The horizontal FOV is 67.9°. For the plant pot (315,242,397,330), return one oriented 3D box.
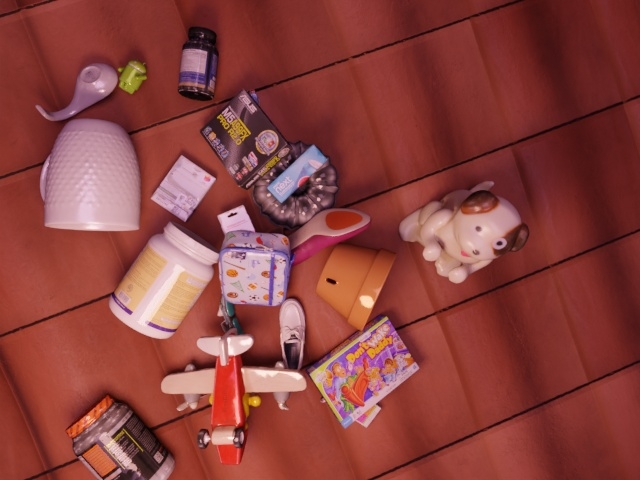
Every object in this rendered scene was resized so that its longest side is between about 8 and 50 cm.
[{"bbox_3d":[0.114,0.138,1.642,0.203,0.291,0.291,24,89,9],"label":"plant pot"}]

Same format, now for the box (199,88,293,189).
[{"bbox_3d":[-0.254,-0.340,1.603,0.216,0.060,0.270,-40,73,11],"label":"box"}]

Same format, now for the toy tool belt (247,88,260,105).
[{"bbox_3d":[-0.240,-0.496,1.675,0.052,0.051,0.083,1,91,-7],"label":"toy tool belt"}]

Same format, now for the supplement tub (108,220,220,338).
[{"bbox_3d":[-0.504,0.127,1.568,0.241,0.241,0.331,35,87,-7],"label":"supplement tub"}]

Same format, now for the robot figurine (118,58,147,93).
[{"bbox_3d":[-0.636,-0.560,1.616,0.101,0.067,0.115,30,90,25],"label":"robot figurine"}]

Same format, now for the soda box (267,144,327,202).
[{"bbox_3d":[-0.078,-0.218,1.573,0.210,0.067,0.071,-44,96,-3],"label":"soda box"}]

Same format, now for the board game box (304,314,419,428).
[{"bbox_3d":[0.152,0.465,1.715,0.347,0.078,0.233,-34,95,-14],"label":"board game box"}]

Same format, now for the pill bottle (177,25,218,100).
[{"bbox_3d":[-0.411,-0.598,1.615,0.122,0.123,0.220,7,90,-7],"label":"pill bottle"}]

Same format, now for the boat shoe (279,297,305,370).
[{"bbox_3d":[-0.102,0.344,1.701,0.096,0.088,0.268,3,92,-7],"label":"boat shoe"}]

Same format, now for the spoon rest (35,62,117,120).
[{"bbox_3d":[-0.805,-0.494,1.594,0.276,0.084,0.137,-41,75,-12],"label":"spoon rest"}]

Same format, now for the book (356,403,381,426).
[{"bbox_3d":[0.138,0.618,1.769,0.144,0.035,0.096,35,91,-6],"label":"book"}]

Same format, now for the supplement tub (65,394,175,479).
[{"bbox_3d":[-0.667,0.697,1.584,0.207,0.207,0.338,-38,96,-4],"label":"supplement tub"}]

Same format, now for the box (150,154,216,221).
[{"bbox_3d":[-0.477,-0.180,1.663,0.145,0.038,0.186,34,89,-7],"label":"box"}]

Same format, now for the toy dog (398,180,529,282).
[{"bbox_3d":[0.515,-0.035,1.604,0.395,0.408,0.285,-39,96,-4],"label":"toy dog"}]

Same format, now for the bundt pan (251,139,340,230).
[{"bbox_3d":[-0.083,-0.197,1.669,0.330,0.124,0.331,0,92,-8],"label":"bundt pan"}]

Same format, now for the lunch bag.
[{"bbox_3d":[-0.211,0.097,1.588,0.243,0.304,0.115,6,46,-4],"label":"lunch bag"}]

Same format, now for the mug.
[{"bbox_3d":[-0.762,-0.203,1.534,0.373,0.276,0.328,-1,86,23],"label":"mug"}]

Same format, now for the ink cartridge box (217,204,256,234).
[{"bbox_3d":[-0.280,-0.023,1.680,0.104,0.061,0.181,-23,95,-5],"label":"ink cartridge box"}]

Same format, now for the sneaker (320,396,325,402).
[{"bbox_3d":[0.035,0.540,1.750,0.057,0.047,0.119,44,79,0],"label":"sneaker"}]

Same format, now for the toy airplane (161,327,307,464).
[{"bbox_3d":[-0.294,0.487,1.605,0.386,0.272,0.384,41,86,16],"label":"toy airplane"}]

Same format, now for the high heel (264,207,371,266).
[{"bbox_3d":[0.000,0.000,1.641,0.376,0.181,0.127,-9,51,12],"label":"high heel"}]

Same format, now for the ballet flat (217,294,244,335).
[{"bbox_3d":[-0.331,0.274,1.687,0.070,0.070,0.189,-18,90,-6],"label":"ballet flat"}]
